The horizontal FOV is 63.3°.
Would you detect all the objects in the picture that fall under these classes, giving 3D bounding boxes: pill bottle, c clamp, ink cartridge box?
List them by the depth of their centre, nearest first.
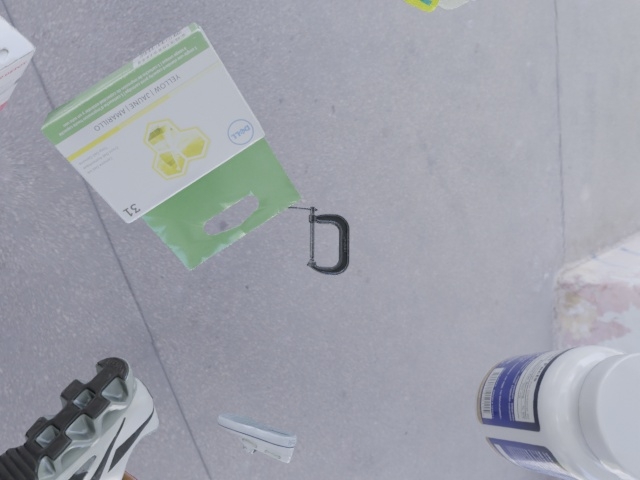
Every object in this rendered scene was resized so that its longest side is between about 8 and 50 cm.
[{"bbox_3d":[-0.134,-0.075,0.543,0.171,0.056,0.235,-32,125,0],"label":"ink cartridge box"},{"bbox_3d":[0.304,0.206,0.617,0.153,0.265,0.153,2,74,-7],"label":"pill bottle"},{"bbox_3d":[-0.650,-0.297,0.968,0.092,0.218,0.158,46,42,-21],"label":"ink cartridge box"},{"bbox_3d":[0.000,0.000,1.152,0.137,0.022,0.161,-3,81,-13],"label":"c clamp"}]

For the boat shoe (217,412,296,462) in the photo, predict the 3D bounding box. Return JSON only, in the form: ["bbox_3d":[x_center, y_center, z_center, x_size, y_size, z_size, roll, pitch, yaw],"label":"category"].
[{"bbox_3d":[-0.173,0.510,1.336,0.083,0.226,0.076,22,79,-64],"label":"boat shoe"}]

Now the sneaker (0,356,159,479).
[{"bbox_3d":[-0.333,0.314,0.640,0.330,0.122,0.146,-43,131,-28],"label":"sneaker"}]

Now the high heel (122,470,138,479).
[{"bbox_3d":[-0.414,0.550,1.153,0.127,0.377,0.181,28,45,-55],"label":"high heel"}]

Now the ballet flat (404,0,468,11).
[{"bbox_3d":[0.209,-0.397,0.796,0.077,0.077,0.231,43,54,14],"label":"ballet flat"}]
